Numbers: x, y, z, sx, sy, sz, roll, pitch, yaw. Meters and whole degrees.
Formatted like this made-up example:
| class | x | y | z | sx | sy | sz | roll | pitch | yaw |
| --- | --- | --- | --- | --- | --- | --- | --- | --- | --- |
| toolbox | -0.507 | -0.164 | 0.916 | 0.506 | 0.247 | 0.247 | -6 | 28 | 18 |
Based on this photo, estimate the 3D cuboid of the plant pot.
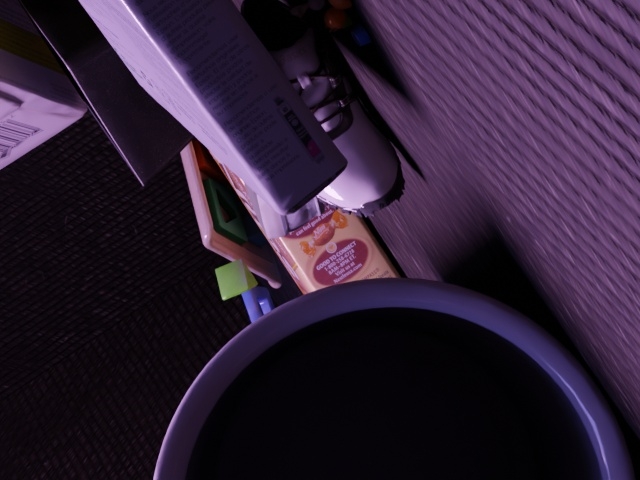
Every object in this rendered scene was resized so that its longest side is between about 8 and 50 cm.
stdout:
| class | x | y | z | sx | sy | sz | roll | pitch | yaw |
| --- | --- | --- | --- | --- | --- | --- | --- | --- | --- |
| plant pot | -0.183 | -0.206 | 1.915 | 0.188 | 0.167 | 0.187 | 50 | 172 | 44 |

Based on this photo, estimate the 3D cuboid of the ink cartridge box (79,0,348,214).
| class | x | y | z | sx | sy | sz | roll | pitch | yaw |
| --- | --- | --- | --- | --- | --- | --- | --- | --- | --- |
| ink cartridge box | -0.143 | -0.200 | 1.323 | 0.330 | 0.071 | 0.324 | 55 | 174 | -31 |

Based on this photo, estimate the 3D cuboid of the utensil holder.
| class | x | y | z | sx | sy | sz | roll | pitch | yaw |
| --- | --- | --- | --- | --- | --- | --- | --- | --- | --- |
| utensil holder | 0.047 | 0.202 | 1.442 | 0.327 | 0.328 | 0.385 | 56 | 176 | 4 |

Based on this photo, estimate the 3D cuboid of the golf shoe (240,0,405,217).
| class | x | y | z | sx | sy | sz | roll | pitch | yaw |
| --- | --- | --- | --- | --- | --- | --- | --- | --- | --- |
| golf shoe | -0.009 | -0.104 | 1.422 | 0.198 | 0.077 | 0.094 | 53 | 174 | 22 |

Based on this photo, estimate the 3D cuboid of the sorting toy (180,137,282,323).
| class | x | y | z | sx | sy | sz | roll | pitch | yaw |
| --- | --- | --- | --- | --- | --- | --- | --- | --- | --- |
| sorting toy | -0.093 | -0.057 | 2.070 | 0.196 | 0.047 | 0.347 | 38 | -147 | -61 |

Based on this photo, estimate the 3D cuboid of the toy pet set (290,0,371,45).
| class | x | y | z | sx | sy | sz | roll | pitch | yaw |
| --- | --- | --- | --- | --- | --- | --- | --- | --- | --- |
| toy pet set | -0.038 | -0.179 | 1.263 | 0.114 | 0.065 | 0.122 | 60 | 174 | -37 |

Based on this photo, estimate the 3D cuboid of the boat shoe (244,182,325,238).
| class | x | y | z | sx | sy | sz | roll | pitch | yaw |
| --- | --- | --- | --- | --- | --- | --- | --- | --- | --- |
| boat shoe | -0.033 | -0.088 | 1.740 | 0.227 | 0.081 | 0.079 | 82 | 163 | -56 |

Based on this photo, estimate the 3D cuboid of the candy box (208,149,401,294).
| class | x | y | z | sx | sy | sz | roll | pitch | yaw |
| --- | --- | --- | --- | --- | --- | --- | --- | --- | --- |
| candy box | 0.000 | 0.000 | 1.936 | 0.316 | 0.088 | 0.183 | 57 | 175 | -8 |

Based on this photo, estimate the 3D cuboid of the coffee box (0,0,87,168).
| class | x | y | z | sx | sy | sz | roll | pitch | yaw |
| --- | --- | --- | --- | --- | --- | --- | --- | --- | --- |
| coffee box | -0.507 | -0.210 | 1.954 | 0.334 | 0.338 | 0.338 | 62 | -168 | 11 |
